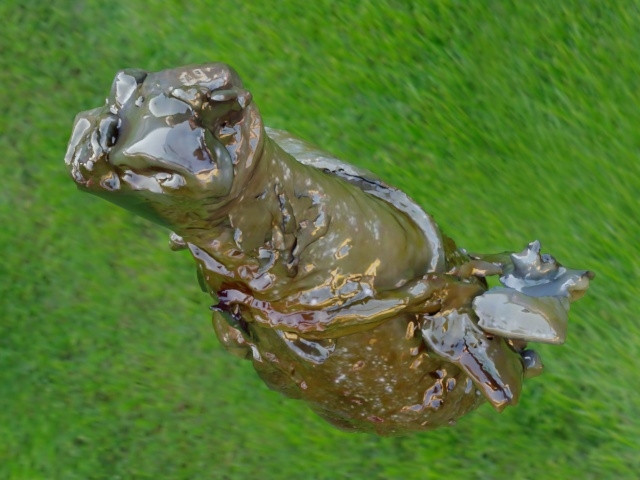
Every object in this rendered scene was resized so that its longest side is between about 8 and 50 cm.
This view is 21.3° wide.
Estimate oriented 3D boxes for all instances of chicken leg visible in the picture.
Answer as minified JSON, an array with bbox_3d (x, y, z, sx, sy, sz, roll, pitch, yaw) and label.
[{"bbox_3d":[-0.005,-0.001,0.520,0.125,0.196,0.080,8,68,50],"label":"chicken leg"}]
